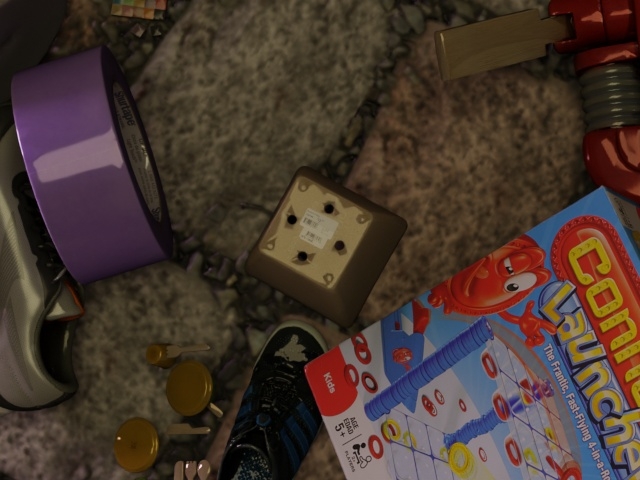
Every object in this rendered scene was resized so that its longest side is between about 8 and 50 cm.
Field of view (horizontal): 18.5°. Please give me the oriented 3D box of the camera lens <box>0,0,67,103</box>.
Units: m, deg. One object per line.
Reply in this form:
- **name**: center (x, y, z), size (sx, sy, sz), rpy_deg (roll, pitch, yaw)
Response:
- **camera lens**: center (-0.381, -0.232, 1.675), size (0.274, 0.219, 0.219), rpy_deg (42, 88, 9)

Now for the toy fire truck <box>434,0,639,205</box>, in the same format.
- **toy fire truck**: center (0.236, -0.126, 1.649), size (0.246, 0.158, 0.217), rpy_deg (-7, 82, 16)

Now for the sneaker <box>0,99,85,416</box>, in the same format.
- **sneaker**: center (-0.248, 0.015, 1.683), size (0.108, 0.100, 0.272), rpy_deg (-2, 89, 25)

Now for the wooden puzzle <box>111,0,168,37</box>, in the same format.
- **wooden puzzle**: center (-0.160, -0.222, 1.760), size (0.049, 0.006, 0.083), rpy_deg (8, 84, 7)

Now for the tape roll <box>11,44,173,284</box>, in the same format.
- **tape roll**: center (-0.190, -0.063, 1.651), size (0.080, 0.189, 0.189), rpy_deg (-16, 81, 3)

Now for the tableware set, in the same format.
- **tableware set**: center (-0.132, 0.164, 1.691), size (0.104, 0.024, 0.154), rpy_deg (-6, 79, 30)

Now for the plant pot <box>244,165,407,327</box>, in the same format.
- **plant pot**: center (0.000, 0.000, 1.671), size (0.109, 0.096, 0.109), rpy_deg (29, 87, 8)

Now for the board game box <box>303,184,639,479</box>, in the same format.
- **board game box**: center (0.175, 0.165, 1.553), size (0.302, 0.086, 0.308), rpy_deg (-33, 64, 21)

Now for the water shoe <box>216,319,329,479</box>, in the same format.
- **water shoe**: center (-0.040, 0.165, 1.661), size (0.073, 0.080, 0.203), rpy_deg (16, 84, 7)
